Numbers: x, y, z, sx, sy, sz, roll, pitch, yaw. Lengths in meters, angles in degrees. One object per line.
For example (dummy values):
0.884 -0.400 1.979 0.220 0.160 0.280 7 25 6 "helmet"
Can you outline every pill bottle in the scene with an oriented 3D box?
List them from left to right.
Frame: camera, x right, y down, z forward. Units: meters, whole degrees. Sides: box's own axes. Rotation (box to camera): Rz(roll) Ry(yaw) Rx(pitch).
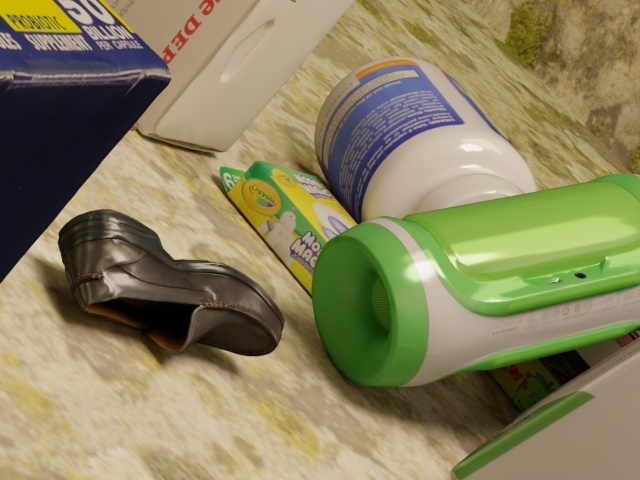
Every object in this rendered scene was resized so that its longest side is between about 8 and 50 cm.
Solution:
0.096 -0.045 1.507 0.152 0.152 0.272 34 13 -26 "pill bottle"

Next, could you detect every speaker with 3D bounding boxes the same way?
0.146 0.026 1.300 0.296 0.131 0.131 -10 47 -32 "speaker"

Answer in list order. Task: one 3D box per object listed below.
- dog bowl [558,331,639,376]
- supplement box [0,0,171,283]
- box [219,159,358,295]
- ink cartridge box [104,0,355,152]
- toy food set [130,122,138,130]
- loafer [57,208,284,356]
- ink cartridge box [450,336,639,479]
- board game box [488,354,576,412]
0.336 0.117 1.564 0.408 0.150 0.408 47 6 -7 "dog bowl"
-0.278 -0.123 0.768 0.356 0.195 0.194 44 16 8 "supplement box"
0.000 0.000 1.394 0.179 0.043 0.105 47 16 23 "box"
-0.123 -0.238 1.422 0.283 0.207 0.117 51 19 26 "ink cartridge box"
-0.215 -0.134 1.258 0.192 0.038 0.132 27 28 -58 "toy food set"
-0.089 0.043 1.059 0.170 0.062 0.061 26 45 -37 "loafer"
0.224 0.135 1.210 0.117 0.201 0.278 58 14 7 "ink cartridge box"
0.180 0.104 1.545 0.181 0.043 0.092 51 18 29 "board game box"
